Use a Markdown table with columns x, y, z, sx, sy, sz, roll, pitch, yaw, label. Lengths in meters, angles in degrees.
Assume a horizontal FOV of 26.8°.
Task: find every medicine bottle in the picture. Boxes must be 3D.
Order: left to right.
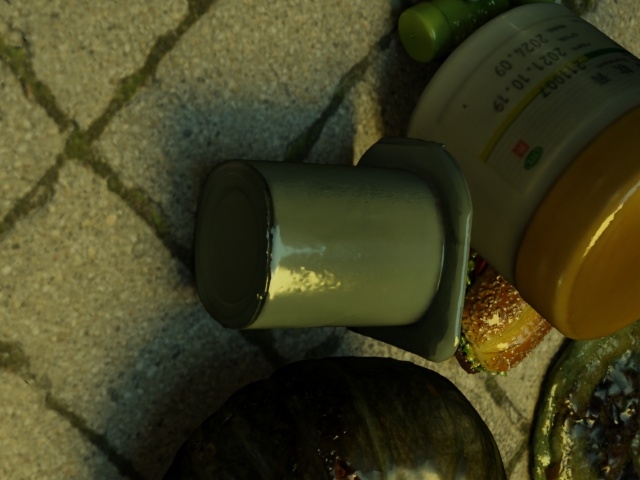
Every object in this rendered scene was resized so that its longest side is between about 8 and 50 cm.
| x | y | z | sx | sy | sz | roll | pitch | yaw | label |
| --- | --- | --- | --- | --- | --- | --- | --- | --- | --- |
| 0.232 | -0.067 | 1.241 | 0.238 | 0.232 | 0.238 | -30 | 146 | -23 | medicine bottle |

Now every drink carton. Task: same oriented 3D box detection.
| x | y | z | sx | sy | sz | roll | pitch | yaw | label |
| --- | --- | --- | --- | --- | --- | --- | --- | --- | --- |
| 0.000 | 0.000 | 1.163 | 0.190 | 0.185 | 0.191 | 2 | 99 | -28 | drink carton |

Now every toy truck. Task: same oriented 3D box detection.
| x | y | z | sx | sy | sz | roll | pitch | yaw | label |
| --- | --- | --- | --- | --- | --- | --- | --- | --- | --- |
| 0.168 | -0.274 | 1.252 | 0.187 | 0.148 | 0.210 | -19 | 133 | -39 | toy truck |

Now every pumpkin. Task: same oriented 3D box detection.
| x | y | z | sx | sy | sz | roll | pitch | yaw | label |
| --- | --- | --- | --- | --- | --- | --- | --- | --- | --- |
| 0.010 | 0.236 | 1.171 | 0.321 | 0.192 | 0.320 | -15 | 136 | -15 | pumpkin |

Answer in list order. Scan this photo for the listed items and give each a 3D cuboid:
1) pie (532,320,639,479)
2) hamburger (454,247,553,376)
| x | y | z | sx | sy | sz | roll | pitch | yaw | label |
| --- | --- | --- | --- | --- | --- | --- | --- | --- | --- |
| 0.364 | 0.221 | 1.579 | 0.323 | 0.071 | 0.323 | -10 | 106 | -37 | pie |
| 0.198 | 0.061 | 1.386 | 0.166 | 0.087 | 0.137 | -43 | 125 | -24 | hamburger |
